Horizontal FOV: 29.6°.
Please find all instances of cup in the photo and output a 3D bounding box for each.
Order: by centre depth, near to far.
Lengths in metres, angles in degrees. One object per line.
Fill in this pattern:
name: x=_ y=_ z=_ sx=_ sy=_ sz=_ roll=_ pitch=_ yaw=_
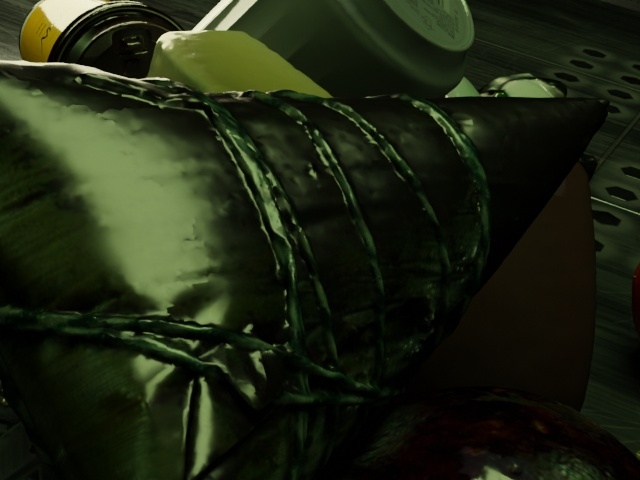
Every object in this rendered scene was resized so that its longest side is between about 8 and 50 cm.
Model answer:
cup: x=0.001 y=-0.153 z=1.317 sx=0.236 sy=0.327 sz=0.323 roll=-2 pitch=62 yaw=-53
cup: x=-0.283 y=-0.224 z=1.543 sx=0.196 sy=0.196 sz=0.279 roll=-5 pitch=22 yaw=-30

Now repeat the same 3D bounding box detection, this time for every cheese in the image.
cheese: x=-0.086 y=-0.036 z=1.142 sx=0.123 sy=0.266 sz=0.242 roll=-8 pitch=32 yaw=-34

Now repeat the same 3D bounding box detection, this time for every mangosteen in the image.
mangosteen: x=0.100 y=0.227 z=0.714 sx=0.288 sy=0.288 sz=0.288 roll=10 pitch=26 yaw=-5

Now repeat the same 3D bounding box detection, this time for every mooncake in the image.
mooncake: x=0.104 y=0.037 z=1.017 sx=0.174 sy=0.334 sz=0.326 roll=0 pitch=41 yaw=-7

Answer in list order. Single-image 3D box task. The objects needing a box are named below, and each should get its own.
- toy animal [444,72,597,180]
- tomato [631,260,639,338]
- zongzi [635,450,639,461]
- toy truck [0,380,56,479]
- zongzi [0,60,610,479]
toy animal: x=0.183 y=-0.101 z=1.450 sx=0.266 sy=0.213 sz=0.212 roll=-3 pitch=30 yaw=-35
tomato: x=0.417 y=0.062 z=1.226 sx=0.184 sy=0.208 sz=0.208 roll=-5 pitch=31 yaw=-28
zongzi: x=0.180 y=0.266 z=0.860 sx=0.228 sy=0.115 sz=0.256 roll=2 pitch=39 yaw=-9
toy truck: x=-0.185 y=0.171 z=0.768 sx=0.146 sy=0.175 sz=0.367 roll=49 pitch=8 yaw=-29
zongzi: x=0.000 y=0.000 z=0.695 sx=0.319 sy=0.362 sz=0.383 roll=60 pitch=13 yaw=13
